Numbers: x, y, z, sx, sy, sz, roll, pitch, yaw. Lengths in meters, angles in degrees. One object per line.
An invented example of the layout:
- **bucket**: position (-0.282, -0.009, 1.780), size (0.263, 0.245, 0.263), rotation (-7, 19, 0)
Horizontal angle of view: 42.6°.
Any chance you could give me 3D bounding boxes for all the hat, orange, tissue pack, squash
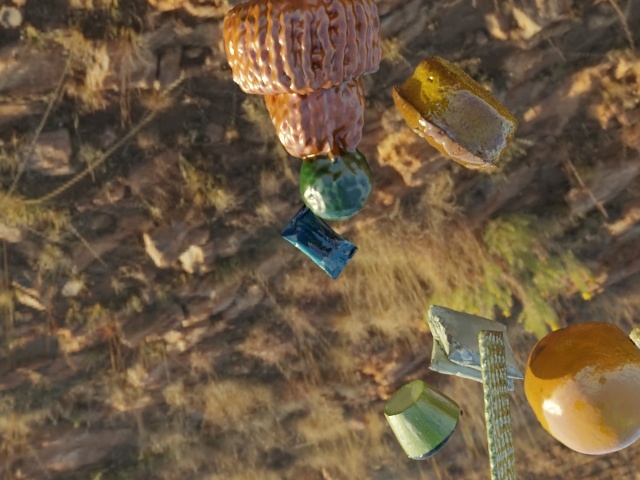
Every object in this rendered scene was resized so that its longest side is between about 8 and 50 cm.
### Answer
- **hat**: position (0.009, -0.250, 1.441), size (0.285, 0.285, 0.400), rotation (-20, 110, 3)
- **orange**: position (0.629, 0.336, 1.904), size (0.312, 0.312, 0.312), rotation (-13, 146, -9)
- **tissue pack**: position (0.000, 0.000, 1.569), size (0.085, 0.138, 0.028), rotation (-51, 179, -17)
- **squash**: position (0.234, 0.407, 1.912), size (0.170, 0.170, 0.123), rotation (-35, 103, 23)

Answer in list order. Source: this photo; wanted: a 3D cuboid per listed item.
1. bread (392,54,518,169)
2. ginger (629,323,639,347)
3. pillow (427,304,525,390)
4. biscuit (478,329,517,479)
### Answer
- **bread**: position (0.311, -0.293, 1.895), size (0.312, 0.312, 0.172), rotation (18, 116, -42)
- **ginger**: position (0.609, 0.124, 1.345), size (0.065, 0.149, 0.258), rotation (20, 136, -21)
- **pillow**: position (0.275, 0.188, 1.458), size (0.181, 0.134, 0.078), rotation (19, 130, -24)
- **biscuit**: position (0.221, 0.227, 1.012), size (0.016, 0.231, 0.139), rotation (-7, 171, 20)
